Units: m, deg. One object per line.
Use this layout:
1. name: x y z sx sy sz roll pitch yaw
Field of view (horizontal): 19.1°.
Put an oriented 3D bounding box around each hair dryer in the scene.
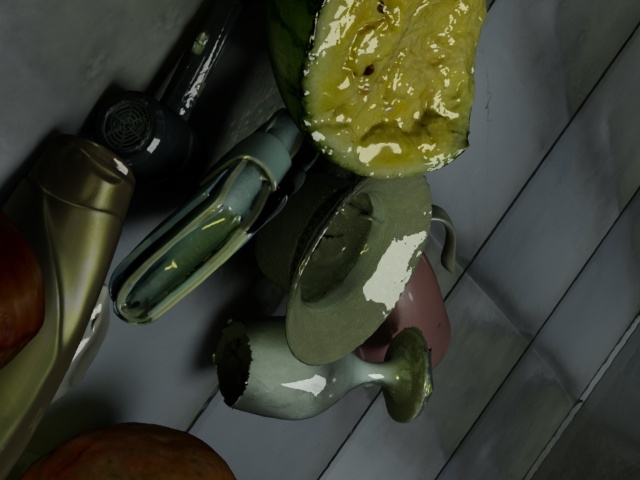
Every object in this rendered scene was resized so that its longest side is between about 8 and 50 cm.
1. hair dryer: -0.124 -0.156 1.774 0.219 0.071 0.124 -62 160 -4

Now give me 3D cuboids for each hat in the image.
1. hat: 0.000 0.000 2.125 0.257 0.130 0.257 -40 147 -32

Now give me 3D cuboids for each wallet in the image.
1. wallet: -0.097 -0.027 1.839 0.176 0.075 0.250 -41 -174 28

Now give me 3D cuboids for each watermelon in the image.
1. watermelon: 0.055 -0.234 1.863 0.330 0.189 0.331 -20 125 -33

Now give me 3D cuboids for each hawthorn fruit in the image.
1. hawthorn fruit: -0.220 0.316 1.972 0.298 0.277 0.277 28 96 -41

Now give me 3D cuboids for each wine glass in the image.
1. wine glass: 0.002 0.151 2.226 0.241 0.126 0.126 7 120 -26

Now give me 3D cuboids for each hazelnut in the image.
1. hazelnut: -0.323 0.042 1.518 0.204 0.178 0.178 -15 142 -15

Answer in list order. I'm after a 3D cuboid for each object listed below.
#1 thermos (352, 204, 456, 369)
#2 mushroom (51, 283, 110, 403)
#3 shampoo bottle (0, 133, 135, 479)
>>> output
1. thermos: 0.086 0.042 2.333 0.176 0.146 0.265 -20 141 -4
2. mushroom: -0.309 0.131 1.736 0.270 0.103 0.118 -38 149 -26
3. shampoo bottle: -0.269 0.071 1.651 0.084 0.125 0.350 76 37 -65
